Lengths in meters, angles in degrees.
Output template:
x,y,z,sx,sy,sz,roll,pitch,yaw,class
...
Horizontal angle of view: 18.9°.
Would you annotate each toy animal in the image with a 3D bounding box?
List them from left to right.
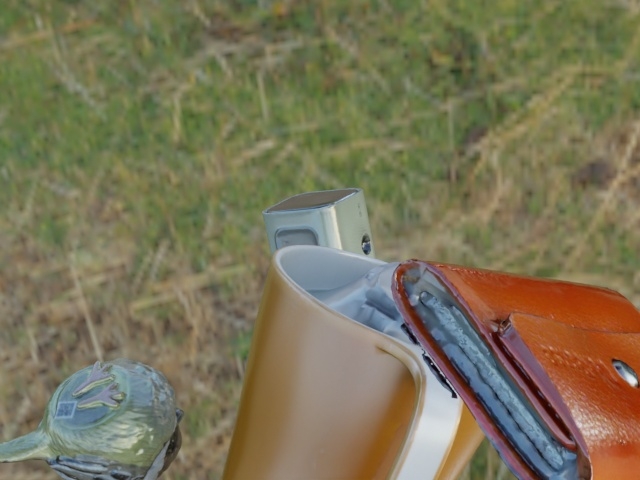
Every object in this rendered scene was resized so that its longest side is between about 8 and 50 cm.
x,y,z,sx,sy,sz,roll,pitch,yaw,class
-0.163,0.146,1.382,0.137,0.098,0.098,-28,53,-4,toy animal

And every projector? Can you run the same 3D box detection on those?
x,y,z,sx,sy,sz,roll,pitch,yaw,class
0.000,0.000,1.824,0.083,0.082,0.083,-4,14,32,projector

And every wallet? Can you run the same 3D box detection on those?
x,y,z,sx,sy,sz,roll,pitch,yaw,class
0.131,0.070,0.942,0.045,0.204,0.142,-47,62,21,wallet

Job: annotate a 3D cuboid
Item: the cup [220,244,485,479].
x,y,z,sx,sy,sz,roll,pitch,yaw,class
0.022,0.142,1.268,0.182,0.264,0.226,17,14,-16,cup
